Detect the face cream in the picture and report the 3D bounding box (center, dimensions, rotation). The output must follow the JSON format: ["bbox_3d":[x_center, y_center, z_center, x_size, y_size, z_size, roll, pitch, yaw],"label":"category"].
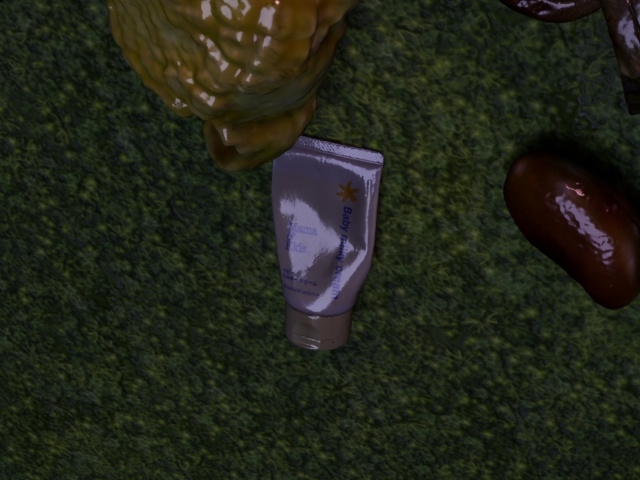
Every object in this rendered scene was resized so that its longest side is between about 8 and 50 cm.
[{"bbox_3d":[0.000,0.000,1.597,0.114,0.070,0.224,13,125,14],"label":"face cream"}]

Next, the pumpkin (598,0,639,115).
[{"bbox_3d":[0.281,-0.160,1.226,0.131,0.126,0.248,-27,136,9],"label":"pumpkin"}]

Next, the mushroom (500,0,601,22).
[{"bbox_3d":[0.196,-0.254,1.258,0.135,0.080,0.170,24,131,-16],"label":"mushroom"}]

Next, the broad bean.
[{"bbox_3d":[0.234,-0.015,1.449,0.165,0.084,0.114,38,140,-2],"label":"broad bean"}]

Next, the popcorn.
[{"bbox_3d":[-0.085,-0.207,1.376,0.225,0.174,0.286,39,147,10],"label":"popcorn"}]
